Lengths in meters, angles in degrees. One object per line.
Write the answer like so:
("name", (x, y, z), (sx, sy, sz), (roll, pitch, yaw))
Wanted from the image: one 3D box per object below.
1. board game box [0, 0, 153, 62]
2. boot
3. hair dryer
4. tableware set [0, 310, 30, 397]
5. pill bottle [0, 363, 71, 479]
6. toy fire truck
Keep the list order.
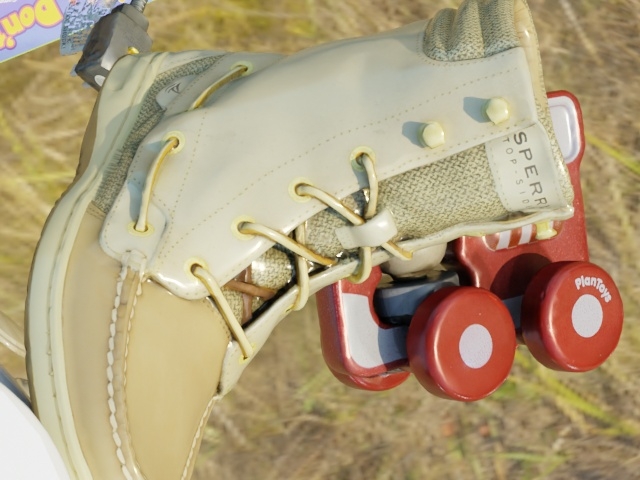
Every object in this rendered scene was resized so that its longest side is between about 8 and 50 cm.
("board game box", (-0.347, -0.221, 1.545), (0.233, 0.347, 0.078), (38, 149, 62))
("boot", (0.000, 0.000, 0.657), (0.203, 0.262, 0.095), (-9, 129, 14))
("hair dryer", (-0.178, -0.235, 1.068), (0.223, 0.080, 0.294), (9, 70, 26))
("tableware set", (-0.186, 0.105, 1.167), (0.020, 0.168, 0.141), (-48, 45, 2))
("pill bottle", (-0.212, 0.119, 0.663), (0.334, 0.188, 0.188), (-16, 80, 64))
("toy fire truck", (0.121, 0.001, 1.455), (0.169, 0.302, 0.254), (-1, 98, 57))
